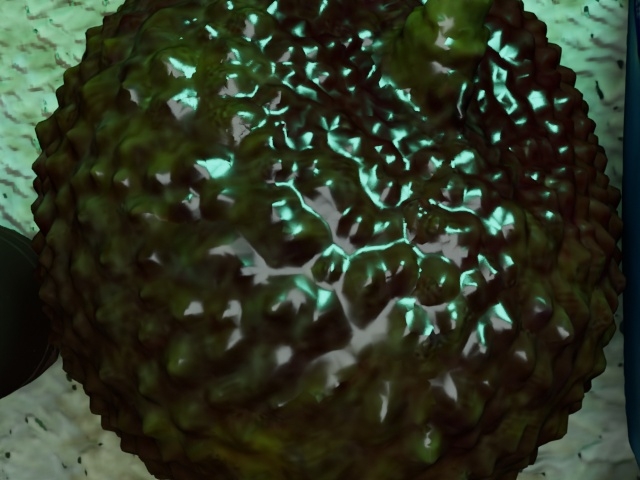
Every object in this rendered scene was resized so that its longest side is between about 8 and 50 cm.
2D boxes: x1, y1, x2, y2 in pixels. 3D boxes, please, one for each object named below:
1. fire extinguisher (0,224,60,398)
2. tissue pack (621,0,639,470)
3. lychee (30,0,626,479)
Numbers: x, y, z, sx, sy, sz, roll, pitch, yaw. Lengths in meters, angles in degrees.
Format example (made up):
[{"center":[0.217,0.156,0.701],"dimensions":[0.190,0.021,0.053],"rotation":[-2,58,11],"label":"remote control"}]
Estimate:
[{"center":[-0.186,0.049,0.843],"dimensions":[0.104,0.269,0.105],"rotation":[0,94,5],"label":"fire extinguisher"},{"center":[0.211,-0.020,0.836],"dimensions":[0.146,0.198,0.263],"rotation":[1,94,7],"label":"tissue pack"},{"center":[0.000,0.000,0.823],"dimensions":[0.275,0.276,0.304],"rotation":[31,132,3],"label":"lychee"}]
